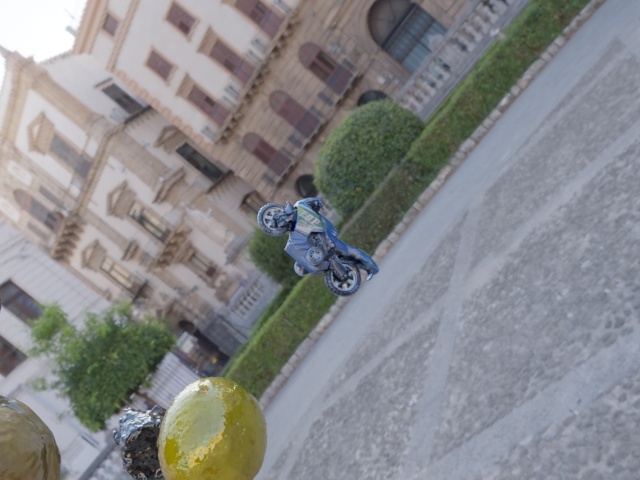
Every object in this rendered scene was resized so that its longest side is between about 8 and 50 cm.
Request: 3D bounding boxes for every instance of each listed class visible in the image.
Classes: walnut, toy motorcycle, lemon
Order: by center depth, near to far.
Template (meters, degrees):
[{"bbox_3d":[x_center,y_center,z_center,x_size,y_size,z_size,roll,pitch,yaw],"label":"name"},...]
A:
[{"bbox_3d":[0.000,0.000,1.152,0.135,0.254,0.092,-47,-2,-26],"label":"toy motorcycle"},{"bbox_3d":[-0.714,0.481,1.159,0.381,0.381,0.381,-50,3,4],"label":"walnut"},{"bbox_3d":[-0.245,0.451,1.337,0.260,0.260,0.284,-49,1,24],"label":"lemon"}]

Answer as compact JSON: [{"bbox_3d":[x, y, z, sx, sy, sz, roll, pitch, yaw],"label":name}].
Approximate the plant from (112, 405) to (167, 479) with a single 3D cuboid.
[{"bbox_3d":[-0.472,0.556,1.628,0.203,0.178,0.234,-6,5,-17],"label":"plant"}]
